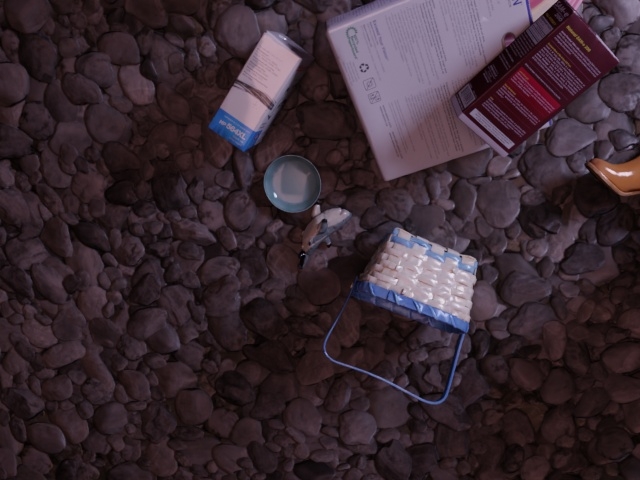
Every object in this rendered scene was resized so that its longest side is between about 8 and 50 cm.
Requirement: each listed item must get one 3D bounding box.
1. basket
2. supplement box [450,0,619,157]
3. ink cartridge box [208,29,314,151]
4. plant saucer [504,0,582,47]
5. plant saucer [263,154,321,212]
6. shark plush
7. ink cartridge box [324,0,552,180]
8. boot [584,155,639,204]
[{"bbox_3d":[0.171,0.143,1.270,0.254,0.201,0.289,25,78,1],"label":"basket"},{"bbox_3d":[0.353,-0.267,1.097,0.130,0.073,0.239,34,121,-26],"label":"supplement box"},{"bbox_3d":[-0.108,-0.281,1.228,0.085,0.148,0.203,36,109,-2],"label":"ink cartridge box"},{"bbox_3d":[0.313,-0.492,1.136,0.331,0.084,0.333,3,107,9],"label":"plant saucer"},{"bbox_3d":[-0.056,-0.117,1.337,0.119,0.021,0.120,2,106,8],"label":"plant saucer"},{"bbox_3d":[0.000,0.000,1.350,0.067,0.073,0.161,18,106,-29],"label":"shark plush"},{"bbox_3d":[0.215,-0.294,1.162,0.329,0.072,0.324,-18,126,11],"label":"ink cartridge box"},{"bbox_3d":[0.602,-0.147,1.204,0.197,0.073,0.152,25,110,-12],"label":"boot"}]
